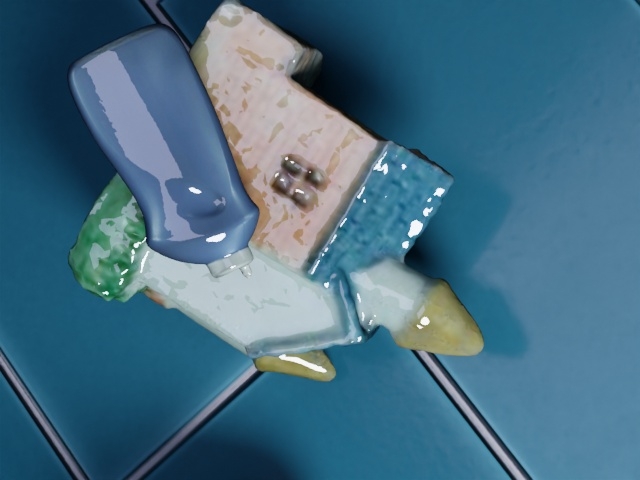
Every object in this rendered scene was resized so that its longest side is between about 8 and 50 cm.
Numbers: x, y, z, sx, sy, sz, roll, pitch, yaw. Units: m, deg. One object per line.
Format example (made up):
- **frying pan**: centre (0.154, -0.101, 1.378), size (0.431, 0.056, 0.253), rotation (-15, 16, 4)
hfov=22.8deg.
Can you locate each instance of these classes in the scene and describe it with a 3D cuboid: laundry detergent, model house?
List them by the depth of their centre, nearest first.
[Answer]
- **laundry detergent**: centre (-0.111, -0.058, 1.215), size (0.097, 0.061, 0.206), rotation (-28, 90, -7)
- **model house**: centre (0.000, 0.000, 1.324), size (0.325, 0.194, 0.267), rotation (33, 96, 8)
